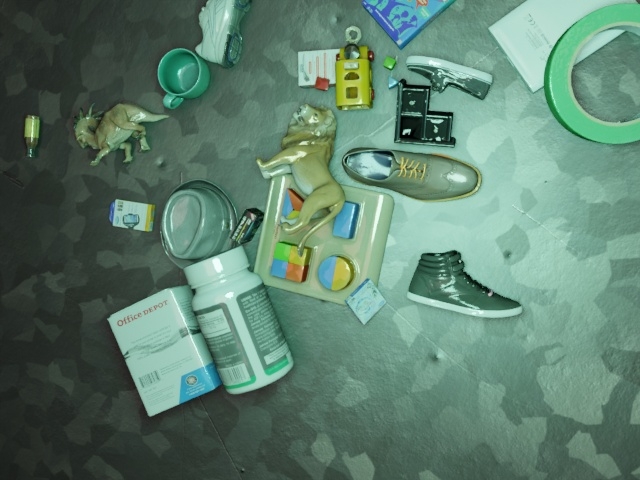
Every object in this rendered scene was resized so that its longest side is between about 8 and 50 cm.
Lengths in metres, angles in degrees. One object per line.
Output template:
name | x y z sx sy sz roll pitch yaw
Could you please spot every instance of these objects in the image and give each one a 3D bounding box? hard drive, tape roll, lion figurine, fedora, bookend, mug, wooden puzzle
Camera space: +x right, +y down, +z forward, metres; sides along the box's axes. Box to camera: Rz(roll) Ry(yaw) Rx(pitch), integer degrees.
hard drive | 0.607 -0.539 1.550 0.307 0.040 0.203 -34 85 12
tape roll | 0.706 -0.393 1.489 0.321 0.077 0.321 2 101 8
lion figurine | -0.022 -0.165 1.622 0.240 0.142 0.392 -22 69 -2
fedora | -0.365 -0.038 1.761 0.244 0.124 0.275 16 96 13
bookend | 0.275 -0.327 1.599 0.157 0.072 0.156 8 114 13
mug | -0.390 -0.460 1.764 0.158 0.097 0.129 -28 86 14
wooden puzzle | 0.000 0.000 1.698 0.348 0.080 0.322 12 95 13

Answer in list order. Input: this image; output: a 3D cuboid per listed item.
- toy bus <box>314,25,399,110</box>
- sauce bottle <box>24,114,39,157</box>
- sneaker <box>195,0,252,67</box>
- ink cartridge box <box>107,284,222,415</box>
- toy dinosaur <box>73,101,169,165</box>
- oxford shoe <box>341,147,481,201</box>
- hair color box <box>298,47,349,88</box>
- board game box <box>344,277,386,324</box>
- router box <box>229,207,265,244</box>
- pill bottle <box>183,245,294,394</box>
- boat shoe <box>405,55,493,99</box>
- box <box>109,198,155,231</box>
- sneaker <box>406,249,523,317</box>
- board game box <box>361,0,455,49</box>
toy bus | 0.085 -0.431 1.595 0.202 0.104 0.191 43 100 6
sauce bottle | -0.891 -0.321 1.919 0.042 0.042 0.128 7 92 13
sneaker | -0.274 -0.637 1.728 0.129 0.111 0.297 17 95 18
ink cartridge box | -0.434 0.310 1.789 0.223 0.129 0.307 -25 86 14
toy dinosaur | -0.603 -0.336 1.813 0.296 0.127 0.200 -30 78 7
oxford shoe | 0.230 -0.170 1.608 0.364 0.133 0.130 7 93 13
hair color box | 0.026 -0.466 1.687 0.167 0.053 0.093 0 93 11
board game box | 0.121 0.163 1.666 0.090 0.020 0.090 -43 116 -14
router box | -0.200 -0.041 1.722 0.038 0.122 0.092 32 99 5
pill bottle | -0.224 0.209 1.680 0.204 0.204 0.361 -20 94 14
boat shoe | 0.325 -0.415 1.609 0.228 0.080 0.076 17 95 5
box | -0.563 -0.076 1.858 0.136 0.028 0.081 10 95 15
sneaker | 0.375 0.106 1.597 0.296 0.104 0.147 10 100 17
board game box | 0.239 -0.633 1.631 0.210 0.047 0.160 -41 83 11
